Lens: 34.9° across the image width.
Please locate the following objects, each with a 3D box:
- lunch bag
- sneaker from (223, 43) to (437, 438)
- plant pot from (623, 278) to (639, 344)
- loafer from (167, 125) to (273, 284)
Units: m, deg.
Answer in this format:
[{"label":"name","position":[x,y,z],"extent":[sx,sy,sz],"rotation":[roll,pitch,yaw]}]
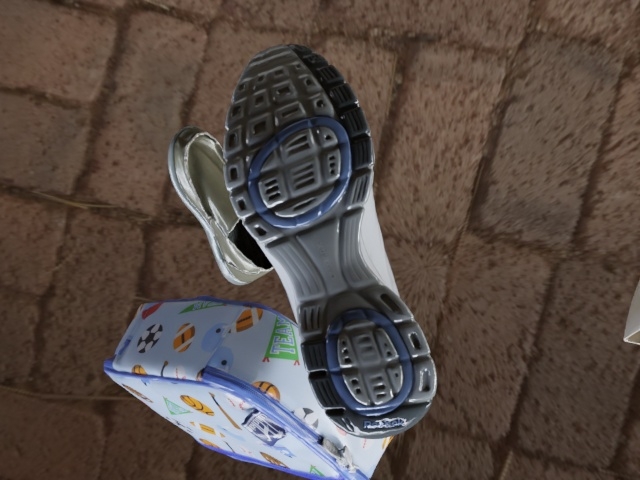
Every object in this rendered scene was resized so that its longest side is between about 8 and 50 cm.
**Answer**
[{"label":"lunch bag","position":[-0.070,0.167,1.073],"extent":[0.243,0.303,0.115],"rotation":[46,64,-31]},{"label":"sneaker","position":[0.000,0.000,0.772],"extent":[0.111,0.129,0.297],"rotation":[-15,92,-1]},{"label":"plant pot","position":[0.476,0.082,1.350],"extent":[0.109,0.109,0.096],"rotation":[13,63,-9]},{"label":"loafer","position":[-0.129,-0.052,1.453],"extent":[0.094,0.087,0.251],"rotation":[-42,116,-36]}]
